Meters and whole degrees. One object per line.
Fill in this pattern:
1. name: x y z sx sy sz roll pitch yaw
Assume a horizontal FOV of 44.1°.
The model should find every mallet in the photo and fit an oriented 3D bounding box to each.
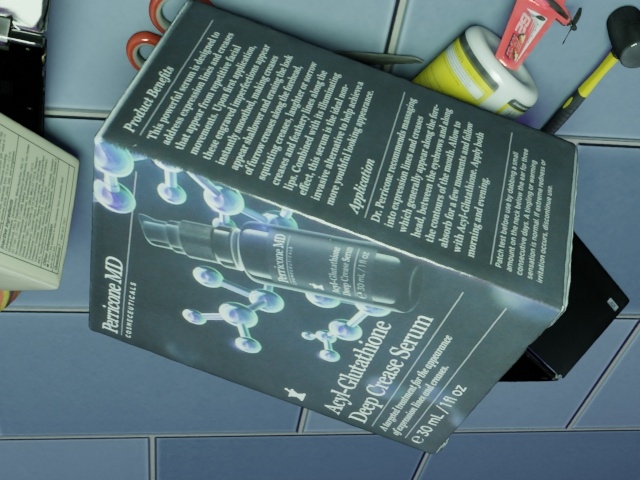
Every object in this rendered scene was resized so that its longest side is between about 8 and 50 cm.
1. mallet: 0.291 -0.160 0.859 0.039 0.062 0.189 12 133 -18

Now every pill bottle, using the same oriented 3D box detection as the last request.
1. pill bottle: 0.129 -0.129 0.837 0.103 0.103 0.184 29 126 -32

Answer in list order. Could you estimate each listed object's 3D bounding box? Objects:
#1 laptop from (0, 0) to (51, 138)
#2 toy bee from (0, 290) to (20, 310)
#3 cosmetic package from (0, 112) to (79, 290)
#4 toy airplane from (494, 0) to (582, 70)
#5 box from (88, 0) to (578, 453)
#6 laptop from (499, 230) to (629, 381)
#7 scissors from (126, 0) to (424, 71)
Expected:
1. laptop: -0.413 -0.279 0.665 0.382 0.236 0.408 10 162 -17
2. toy bee: -0.495 0.053 0.897 0.299 0.162 0.195 -2 138 -7
3. cosmetic package: -0.371 -0.059 0.719 0.129 0.153 0.296 -2 161 21
4. toy airplane: 0.190 -0.241 0.752 0.151 0.028 0.151 -4 103 -18
5. box: 0.000 0.000 0.777 0.396 0.212 0.293 20 140 0
6. laptop: 0.279 0.105 1.170 0.264 0.136 0.234 -10 143 40
7. scissors: -0.046 -0.185 0.818 0.297 0.021 0.109 10 132 -20
